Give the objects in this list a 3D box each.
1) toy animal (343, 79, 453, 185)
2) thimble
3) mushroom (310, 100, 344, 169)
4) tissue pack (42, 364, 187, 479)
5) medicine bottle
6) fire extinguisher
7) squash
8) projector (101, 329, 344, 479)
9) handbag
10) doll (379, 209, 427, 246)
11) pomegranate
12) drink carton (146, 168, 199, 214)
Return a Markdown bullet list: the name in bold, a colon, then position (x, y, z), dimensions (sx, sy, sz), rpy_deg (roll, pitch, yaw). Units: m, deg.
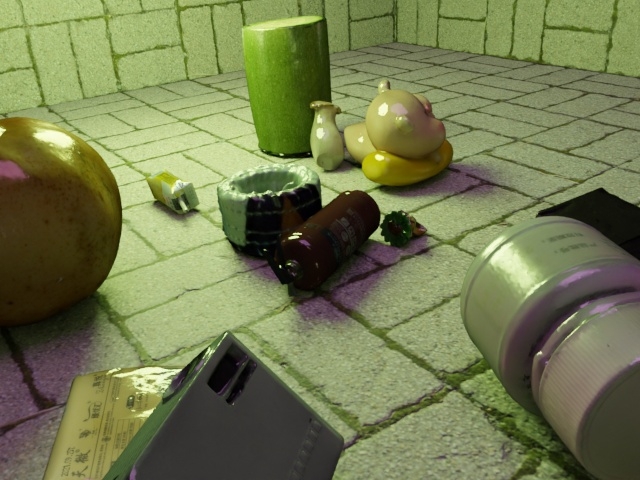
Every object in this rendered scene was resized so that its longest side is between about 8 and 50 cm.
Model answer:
- **toy animal**: position (0.224, -0.306, 1.663), dimensions (0.277, 0.247, 0.345), rpy_deg (-7, 27, -11)
- **thimble**: position (-0.112, -0.071, 1.345), dimensions (0.237, 0.150, 0.237), rpy_deg (-4, 27, 2)
- **mushroom**: position (0.018, -0.302, 1.758), dimensions (0.097, 0.213, 0.088), rpy_deg (-4, -18, 12)
- **tissue pack**: position (-0.236, 0.256, 0.775), dimensions (0.186, 0.090, 0.222), rpy_deg (-5, 28, -10)
- **medicine bottle**: position (0.340, 0.128, 0.794), dimensions (0.241, 0.241, 0.302), rpy_deg (-7, 27, -8)
- **fire extinguisher**: position (0.000, 0.000, 1.209), dimensions (0.114, 0.135, 0.337), rpy_deg (-5, 23, 33)
- **squash**: position (-0.094, -0.469, 1.879), dimensions (0.263, 0.384, 0.263), rpy_deg (-4, 25, 2)
- **projector**: position (-0.102, 0.247, 0.651), dimensions (0.108, 0.198, 0.250), rpy_deg (-40, 10, 32)
- **handbag**: position (0.589, -0.027, 1.253), dimensions (0.247, 0.080, 0.223), rpy_deg (-18, 31, -27)
- **doll**: position (0.176, -0.023, 1.337), dimensions (0.078, 0.077, 0.113), rpy_deg (39, 13, 20)
- **pomegranate**: position (-0.558, -0.043, 1.088), dimensions (0.416, 0.417, 0.417), rpy_deg (-3, 27, 1)
- **drink carton**: position (-0.358, -0.117, 1.538), dimensions (0.074, 0.084, 0.200), rpy_deg (-33, 39, -28)
